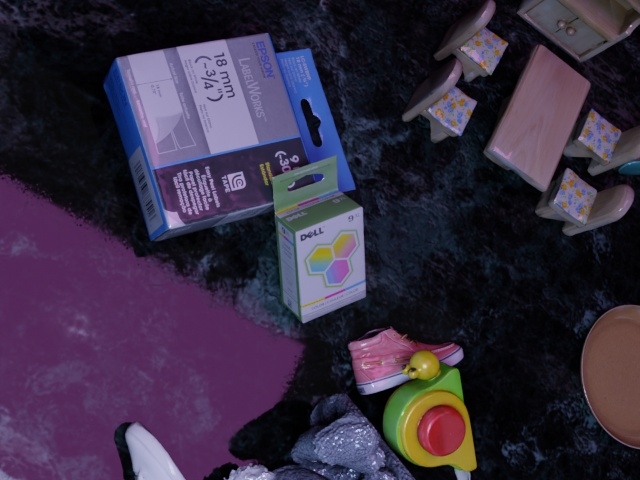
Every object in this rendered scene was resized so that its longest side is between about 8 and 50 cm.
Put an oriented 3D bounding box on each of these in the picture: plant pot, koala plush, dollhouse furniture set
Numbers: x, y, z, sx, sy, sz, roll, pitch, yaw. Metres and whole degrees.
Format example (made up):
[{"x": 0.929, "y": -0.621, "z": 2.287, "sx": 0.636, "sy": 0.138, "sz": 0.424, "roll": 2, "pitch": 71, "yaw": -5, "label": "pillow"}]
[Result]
[{"x": 0.521, "y": 0.226, "z": 1.486, "sx": 0.236, "sy": 0.032, "sz": 0.236, "roll": 6, "pitch": 75, "yaw": -22, "label": "plant pot"}, {"x": -0.005, "y": 0.329, "z": 1.172, "sx": 0.221, "sy": 0.203, "sz": 0.196, "roll": -39, "pitch": 108, "yaw": -5, "label": "koala plush"}, {"x": 0.401, "y": -0.277, "z": 1.423, "sx": 0.362, "sy": 0.256, "sz": 0.394, "roll": 33, "pitch": 67, "yaw": -13, "label": "dollhouse furniture set"}]

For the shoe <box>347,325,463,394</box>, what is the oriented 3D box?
[{"x": 0.125, "y": 0.160, "z": 1.308, "sx": 0.177, "sy": 0.063, "sz": 0.081, "roll": -16, "pitch": 90, "yaw": -21, "label": "shoe"}]

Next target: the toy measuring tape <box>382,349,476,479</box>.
[{"x": 0.156, "y": 0.313, "z": 1.253, "sx": 0.121, "sy": 0.121, "sz": 0.330, "roll": -16, "pitch": 103, "yaw": -26, "label": "toy measuring tape"}]

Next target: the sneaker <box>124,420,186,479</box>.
[{"x": -0.205, "y": 0.334, "z": 1.121, "sx": 0.094, "sy": 0.080, "sz": 0.212, "roll": -29, "pitch": 92, "yaw": -15, "label": "sneaker"}]

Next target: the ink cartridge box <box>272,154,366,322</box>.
[{"x": 0.000, "y": 0.000, "z": 1.227, "sx": 0.109, "sy": 0.062, "sz": 0.209, "roll": -21, "pitch": 127, "yaw": -26, "label": "ink cartridge box"}]

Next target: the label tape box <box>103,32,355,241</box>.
[{"x": -0.106, "y": -0.158, "z": 1.257, "sx": 0.333, "sy": 0.106, "sz": 0.241, "roll": -16, "pitch": 86, "yaw": -26, "label": "label tape box"}]

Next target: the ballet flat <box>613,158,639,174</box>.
[{"x": 0.619, "y": -0.149, "z": 1.593, "sx": 0.232, "sy": 0.080, "sz": 0.073, "roll": 8, "pitch": 60, "yaw": -24, "label": "ballet flat"}]
